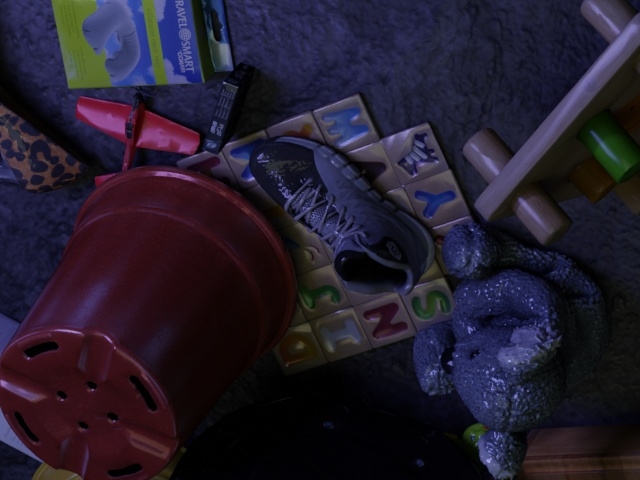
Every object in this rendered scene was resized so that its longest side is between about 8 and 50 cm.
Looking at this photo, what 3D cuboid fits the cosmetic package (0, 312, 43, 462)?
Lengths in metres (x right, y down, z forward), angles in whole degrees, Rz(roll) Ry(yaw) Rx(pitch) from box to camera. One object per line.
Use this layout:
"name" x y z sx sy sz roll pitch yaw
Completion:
"cosmetic package" -0.371 0.167 1.831 0.231 0.085 0.117 30 118 2

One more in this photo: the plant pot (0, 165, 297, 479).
"plant pot" -0.194 0.103 1.631 0.272 0.265 0.272 10 125 15

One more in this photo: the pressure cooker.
"pressure cooker" -0.002 0.429 1.685 0.376 0.370 0.420 13 127 7

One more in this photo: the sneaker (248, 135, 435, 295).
"sneaker" 0.016 -0.020 1.607 0.229 0.132 0.086 32 117 -2

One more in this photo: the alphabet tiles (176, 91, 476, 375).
"alphabet tiles" 0.000 0.000 1.701 0.343 0.011 0.285 -19 108 21

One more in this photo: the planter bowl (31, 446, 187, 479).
"planter bowl" -0.236 0.333 1.821 0.217 0.090 0.217 -5 131 -6

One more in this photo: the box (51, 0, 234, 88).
"box" -0.189 -0.219 1.632 0.178 0.042 0.109 -1 114 15

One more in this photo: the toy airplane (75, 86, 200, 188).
"toy airplane" -0.211 -0.103 1.694 0.151 0.028 0.151 9 117 17

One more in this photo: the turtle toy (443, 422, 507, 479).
"turtle toy" 0.173 0.259 1.745 0.095 0.066 0.130 15 117 7

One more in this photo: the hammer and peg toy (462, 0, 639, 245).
"hammer and peg toy" 0.317 -0.158 1.407 0.127 0.266 0.361 51 125 19

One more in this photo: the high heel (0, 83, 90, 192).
"high heel" -0.339 -0.180 1.672 0.186 0.093 0.261 6 114 0

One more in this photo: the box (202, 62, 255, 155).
"box" -0.097 -0.140 1.630 0.018 0.067 0.083 22 118 4

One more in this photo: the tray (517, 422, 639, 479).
"tray" 0.377 0.398 1.725 0.203 0.076 0.410 -8 112 35

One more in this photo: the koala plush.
"koala plush" 0.202 0.120 1.581 0.203 0.221 0.196 14 117 2
